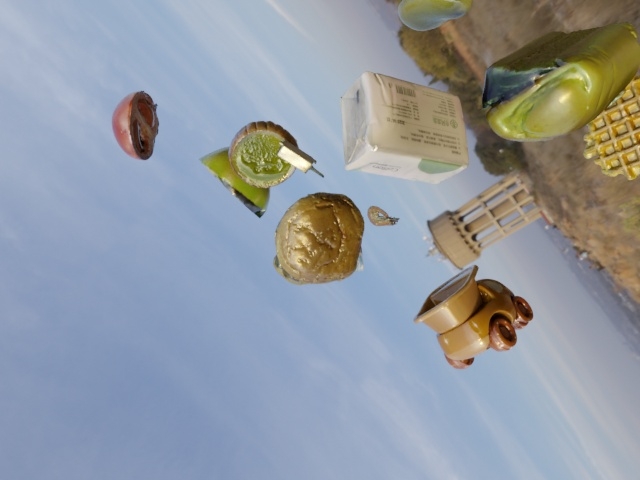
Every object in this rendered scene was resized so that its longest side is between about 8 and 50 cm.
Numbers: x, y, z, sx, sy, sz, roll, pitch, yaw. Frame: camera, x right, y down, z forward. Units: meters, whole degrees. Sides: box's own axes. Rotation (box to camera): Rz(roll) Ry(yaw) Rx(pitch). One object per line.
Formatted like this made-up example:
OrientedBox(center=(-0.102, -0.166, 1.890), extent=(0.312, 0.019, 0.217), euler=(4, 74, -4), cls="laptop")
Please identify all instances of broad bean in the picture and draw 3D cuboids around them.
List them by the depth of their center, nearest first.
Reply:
OrientedBox(center=(0.372, -0.769, 1.378), extent=(0.189, 0.263, 0.121), euler=(6, -98, -36), cls="broad bean")

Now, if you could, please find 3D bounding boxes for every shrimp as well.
OrientedBox(center=(0.267, -0.102, 1.797), extent=(0.041, 0.180, 0.099), euler=(-29, -64, -30), cls="shrimp")

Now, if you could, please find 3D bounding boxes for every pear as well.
OrientedBox(center=(-0.354, -0.287, 1.895), extent=(0.399, 0.165, 0.399), euler=(44, 178, 2), cls="pear")

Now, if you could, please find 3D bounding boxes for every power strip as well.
OrientedBox(center=(-0.059, -0.249, 1.313), extent=(0.175, 0.042, 0.075), euler=(32, -157, -12), cls="power strip")

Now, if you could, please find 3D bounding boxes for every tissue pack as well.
OrientedBox(center=(0.249, -0.332, 1.280), extent=(0.357, 0.194, 0.265), euler=(5, -107, -25), cls="tissue pack")

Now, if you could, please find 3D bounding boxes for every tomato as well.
OrientedBox(center=(-0.622, -0.382, 1.377), extent=(0.199, 0.112, 0.227), euler=(91, -178, -64), cls="tomato")

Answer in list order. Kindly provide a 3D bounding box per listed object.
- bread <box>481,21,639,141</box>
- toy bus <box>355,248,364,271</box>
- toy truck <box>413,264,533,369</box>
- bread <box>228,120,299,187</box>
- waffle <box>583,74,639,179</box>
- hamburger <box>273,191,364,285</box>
OrientedBox(center=(0.540, -0.352, 0.952), extent=(0.377, 0.251, 0.208), euler=(-33, -60, -35), cls="bread")
OrientedBox(center=(0.035, 0.085, 1.773), extent=(0.131, 0.298, 0.106), euler=(-99, 0, -66), cls="toy bus")
OrientedBox(center=(0.404, 0.204, 1.126), extent=(0.288, 0.204, 0.211), euler=(-30, -101, -45), cls="toy truck")
OrientedBox(center=(-0.185, -0.283, 1.398), extent=(0.236, 0.236, 0.070), euler=(38, -158, -34), cls="bread")
OrientedBox(center=(0.909, -0.311, 1.175), extent=(0.062, 0.329, 0.329), euler=(-18, -106, -47), cls="waffle")
OrientedBox(center=(0.002, 0.001, 1.220), extent=(0.266, 0.134, 0.284), euler=(-3, -78, -34), cls="hamburger")
